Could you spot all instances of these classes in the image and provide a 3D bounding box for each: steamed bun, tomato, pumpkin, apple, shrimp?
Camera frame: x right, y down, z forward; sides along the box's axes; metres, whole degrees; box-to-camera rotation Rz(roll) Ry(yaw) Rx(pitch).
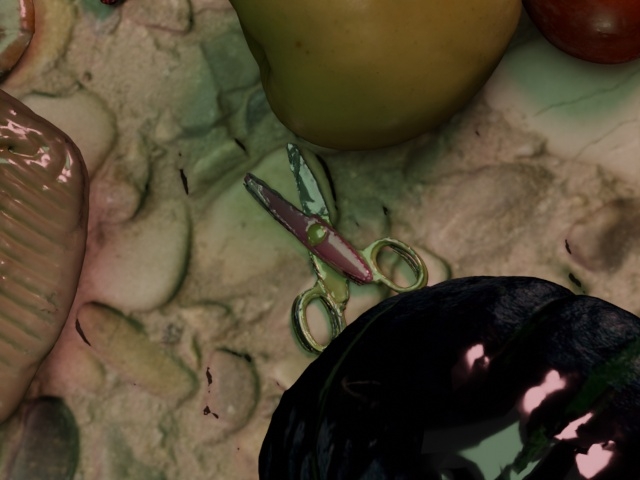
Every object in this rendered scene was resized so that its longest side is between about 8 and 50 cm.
[{"bbox_3d":[-0.375,0.017,1.024,0.310,0.219,0.324,8,83,-26],"label":"steamed bun"},{"bbox_3d":[0.240,-0.248,0.992,0.151,0.187,0.187,19,82,35],"label":"tomato"},{"bbox_3d":[0.128,0.204,0.826,0.363,0.266,0.363,21,124,35],"label":"pumpkin"},{"bbox_3d":[0.037,-0.211,0.988,0.263,0.262,0.262,-2,78,11],"label":"apple"},{"bbox_3d":[-0.405,-0.215,1.170,0.254,0.059,0.145,3,88,7],"label":"shrimp"}]

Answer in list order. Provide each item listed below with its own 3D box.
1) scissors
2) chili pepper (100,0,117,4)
[{"bbox_3d":[0.000,0.000,1.060,0.134,0.020,0.187,-35,75,7],"label":"scissors"},{"bbox_3d":[-0.184,-0.422,1.148,0.110,0.110,0.387,10,85,13],"label":"chili pepper"}]
